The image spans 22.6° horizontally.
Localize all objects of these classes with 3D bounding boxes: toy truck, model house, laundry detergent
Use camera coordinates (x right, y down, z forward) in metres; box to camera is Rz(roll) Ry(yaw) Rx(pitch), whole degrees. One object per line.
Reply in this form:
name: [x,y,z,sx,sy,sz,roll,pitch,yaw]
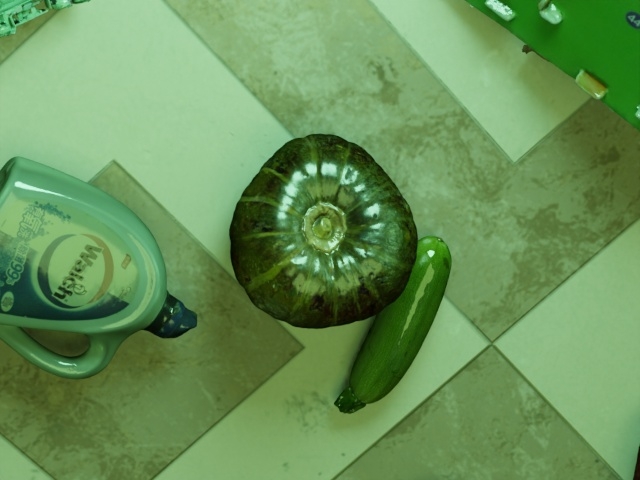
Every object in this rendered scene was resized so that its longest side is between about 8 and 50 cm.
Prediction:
toy truck: [-0.315,-0.260,1.659,0.175,0.081,0.067,-35,120,-38]
model house: [0.345,-0.338,1.721,0.357,0.242,0.313,36,59,8]
laundry detergent: [-0.273,0.051,1.795,0.280,0.105,0.215,32,103,-23]

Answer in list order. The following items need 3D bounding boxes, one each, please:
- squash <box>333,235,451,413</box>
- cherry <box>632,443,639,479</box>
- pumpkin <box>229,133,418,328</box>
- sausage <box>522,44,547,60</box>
squash: [0.093,0.109,1.912,0.066,0.066,0.252,19,109,-18]
cherry: [0.516,0.340,2.022,0.300,0.203,0.230,41,106,-8]
pumpkin: [0.000,0.000,1.802,0.219,0.162,0.219,1,86,-14]
sausage: [0.443,-0.224,1.835,0.433,0.088,0.088,-1,112,-11]
